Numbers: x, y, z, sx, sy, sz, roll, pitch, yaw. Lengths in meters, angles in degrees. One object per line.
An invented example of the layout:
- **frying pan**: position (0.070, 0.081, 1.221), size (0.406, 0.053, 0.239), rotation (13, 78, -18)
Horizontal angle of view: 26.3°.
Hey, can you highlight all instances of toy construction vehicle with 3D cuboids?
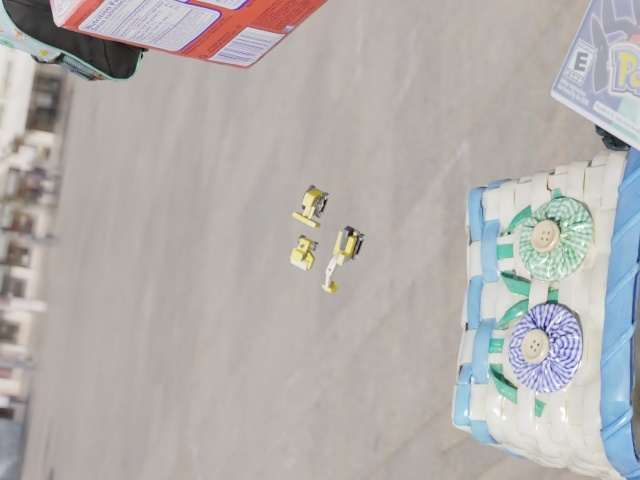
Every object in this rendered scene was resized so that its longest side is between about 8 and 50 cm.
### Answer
- **toy construction vehicle**: position (0.000, 0.000, 1.540), size (0.035, 0.086, 0.098), rotation (-22, -42, -56)

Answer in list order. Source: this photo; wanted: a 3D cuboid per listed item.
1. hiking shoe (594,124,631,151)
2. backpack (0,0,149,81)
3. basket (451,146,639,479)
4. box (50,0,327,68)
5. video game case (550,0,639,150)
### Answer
- **hiking shoe**: position (0.467, -0.070, 1.768), size (0.113, 0.132, 0.304), rotation (-40, 40, 26)
- **backpack**: position (-0.284, -0.269, 1.472), size (0.144, 0.188, 0.166), rotation (11, 83, 43)
- **basket**: position (0.240, 0.061, 0.918), size (0.201, 0.289, 0.255), rotation (36, -124, -60)
- **box**: position (-0.022, -0.206, 0.665), size (0.257, 0.128, 0.122), rotation (-35, 60, 41)
- **video game case**: position (0.246, -0.128, 0.825), size (0.201, 0.023, 0.183), rotation (41, 117, 43)
